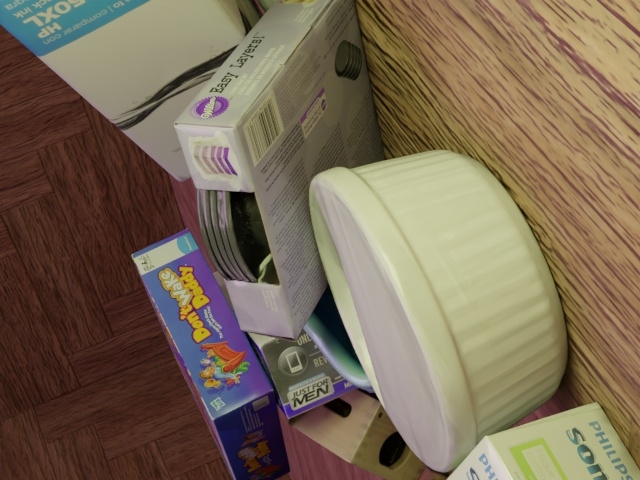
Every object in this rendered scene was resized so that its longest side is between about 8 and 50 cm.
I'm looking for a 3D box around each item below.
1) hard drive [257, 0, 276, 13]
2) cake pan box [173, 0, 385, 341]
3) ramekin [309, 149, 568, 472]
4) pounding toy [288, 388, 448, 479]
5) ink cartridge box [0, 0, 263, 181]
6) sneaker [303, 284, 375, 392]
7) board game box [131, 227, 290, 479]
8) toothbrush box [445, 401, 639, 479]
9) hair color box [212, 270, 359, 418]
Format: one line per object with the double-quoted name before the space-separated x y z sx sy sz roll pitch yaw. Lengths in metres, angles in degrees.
"hard drive" -0.129 -0.393 1.150 0.353 0.047 0.233 54 -171 -52
"cake pan box" -0.024 -0.076 1.105 0.070 0.267 0.245 5 133 26
"ramekin" 0.100 0.047 1.000 0.273 0.127 0.273 157 90 -79
"pounding toy" 0.100 0.252 1.481 0.206 0.094 0.181 31 174 -41
"ink cartridge box" -0.188 -0.268 1.120 0.285 0.166 0.395 66 -172 24
"sneaker" 0.000 0.000 1.271 0.366 0.135 0.150 55 -164 11
"board game box" -0.132 0.167 1.514 0.233 0.078 0.347 60 169 24
"toothbrush box" 0.166 0.296 0.952 0.206 0.122 0.283 63 145 27
"hair color box" -0.017 0.095 1.514 0.339 0.185 0.110 -145 34 -71
